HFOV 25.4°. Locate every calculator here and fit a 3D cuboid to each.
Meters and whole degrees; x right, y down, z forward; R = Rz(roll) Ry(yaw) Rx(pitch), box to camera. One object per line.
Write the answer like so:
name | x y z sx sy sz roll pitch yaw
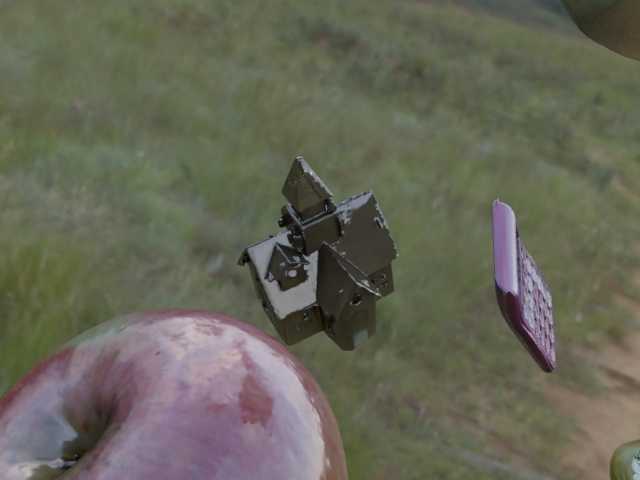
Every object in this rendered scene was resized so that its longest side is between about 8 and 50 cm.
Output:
calculator | 0.227 0.057 1.604 0.034 0.190 0.127 -14 48 19

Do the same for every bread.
bread | 0.367 0.248 1.552 0.094 0.083 0.157 1 5 35

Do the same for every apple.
apple | -0.126 0.223 1.099 0.269 0.344 0.345 56 -5 -34

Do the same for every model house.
model house | 0.000 0.000 1.742 0.180 0.248 0.176 -27 47 -14

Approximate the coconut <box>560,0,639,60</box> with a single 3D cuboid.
coconut | 0.293 -0.255 1.110 0.259 0.259 0.259 16 18 -5
